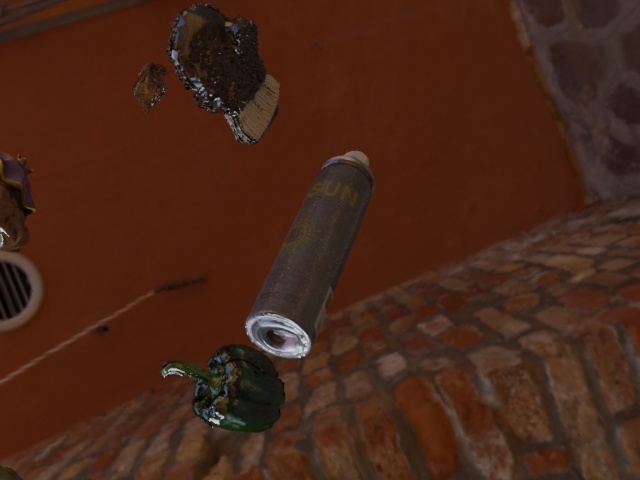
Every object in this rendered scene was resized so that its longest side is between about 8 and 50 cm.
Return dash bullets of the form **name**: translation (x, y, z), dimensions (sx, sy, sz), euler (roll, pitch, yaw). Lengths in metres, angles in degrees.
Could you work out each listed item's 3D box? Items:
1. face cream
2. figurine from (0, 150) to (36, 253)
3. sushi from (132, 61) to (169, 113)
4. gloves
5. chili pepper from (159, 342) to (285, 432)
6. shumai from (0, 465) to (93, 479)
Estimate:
- **face cream**: translation (0.000, 0.000, 0.825), dimensions (0.073, 0.073, 0.284), euler (79, -154, -43)
- **figurine**: translation (-0.467, -0.023, 0.896), dimensions (0.190, 0.263, 0.142), euler (63, 159, 3)
- **sushi**: translation (-0.287, -0.259, 1.257), dimensions (0.055, 0.052, 0.120), euler (42, -161, -25)
- **gloves**: translation (-0.201, -0.371, 1.617), dimensions (0.312, 0.210, 0.135), euler (41, 176, -37)
- **chili pepper**: translation (-0.202, 0.310, 1.554), dimensions (0.261, 0.174, 0.165), euler (24, -162, -35)
- **shumai**: translation (-0.619, 0.680, 1.641), dimensions (0.324, 0.323, 0.398), euler (-30, 64, 40)
